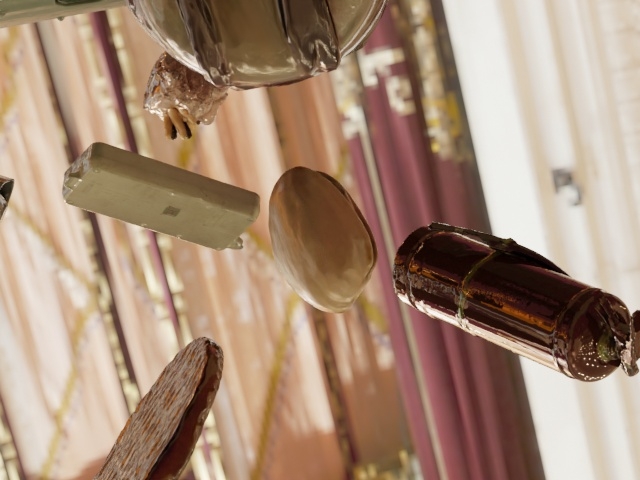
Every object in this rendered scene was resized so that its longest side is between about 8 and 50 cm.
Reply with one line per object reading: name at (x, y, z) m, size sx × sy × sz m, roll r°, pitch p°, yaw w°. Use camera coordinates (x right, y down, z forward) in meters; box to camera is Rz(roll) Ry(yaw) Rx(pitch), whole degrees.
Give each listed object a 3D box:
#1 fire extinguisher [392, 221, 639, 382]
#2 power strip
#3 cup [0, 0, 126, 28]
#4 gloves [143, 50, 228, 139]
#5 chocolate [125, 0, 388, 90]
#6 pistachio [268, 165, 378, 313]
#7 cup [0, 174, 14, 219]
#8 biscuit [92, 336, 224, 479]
fire extinguisher at (0.212, 0.060, 1.768) m, size 0.105 × 0.141 × 0.341 m, roll -48°, pitch -143°, yaw -17°
power strip at (-0.207, -0.056, 2.258) m, size 0.270 × 0.046 × 0.118 m, roll 18°, pitch 147°, yaw -24°
cup at (-0.287, -0.412, 1.917) m, size 0.392 × 0.310 × 0.401 m, roll -6°, pitch 168°, yaw 0°
gloves at (-0.147, -0.190, 1.986) m, size 0.144 × 0.094 × 0.110 m, roll -48°, pitch 175°, yaw -38°
chocolate at (-0.058, -0.250, 1.578) m, size 0.284 × 0.283 × 0.186 m, roll -13°, pitch -157°, yaw 1°
pistachio at (0.000, 0.000, 2.456) m, size 0.144 × 0.215 × 0.144 m, roll -22°, pitch 170°, yaw -4°
cup at (-0.405, -0.026, 1.835) m, size 0.129 × 0.128 × 0.095 m, roll 22°, pitch -173°, yaw 0°
biscuit at (-0.201, 0.251, 1.972) m, size 0.318 × 0.040 × 0.318 m, roll -53°, pitch -167°, yaw 17°
